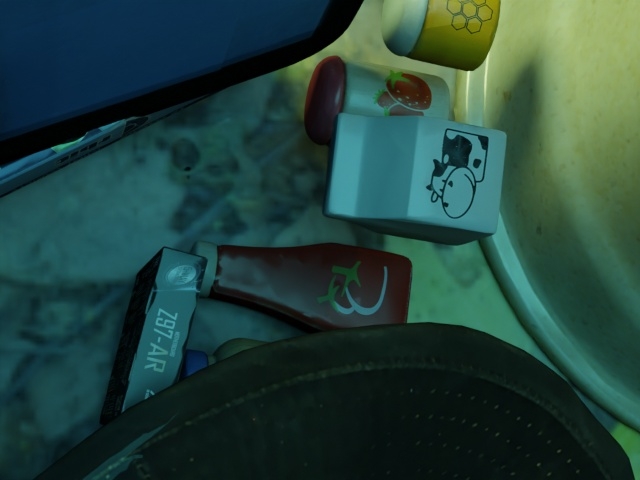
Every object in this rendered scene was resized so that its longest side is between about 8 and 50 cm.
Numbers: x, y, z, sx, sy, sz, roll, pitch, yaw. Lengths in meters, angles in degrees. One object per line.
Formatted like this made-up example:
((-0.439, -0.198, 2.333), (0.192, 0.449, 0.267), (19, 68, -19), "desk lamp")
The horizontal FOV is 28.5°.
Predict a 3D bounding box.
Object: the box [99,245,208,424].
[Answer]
((-0.067, 0.041, 0.494), (0.018, 0.083, 0.067), (15, 77, -12), "box")

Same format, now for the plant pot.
((0.262, -0.075, 0.487), (0.334, 0.305, 0.334), (2, 80, -15), "plant pot")

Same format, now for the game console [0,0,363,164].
((-0.060, -0.018, 0.345), (0.173, 0.293, 0.250), (10, 74, -9), "game console")

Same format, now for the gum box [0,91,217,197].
((-0.134, -0.121, 0.523), (0.157, 0.041, 0.184), (-28, 90, -17), "gum box")

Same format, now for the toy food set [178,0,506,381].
((0.000, 0.000, 0.503), (0.104, 0.111, 0.232), (9, 82, -14), "toy food set")

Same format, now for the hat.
((-0.027, 0.184, 0.390), (0.331, 0.134, 0.331), (3, 85, -33), "hat")
